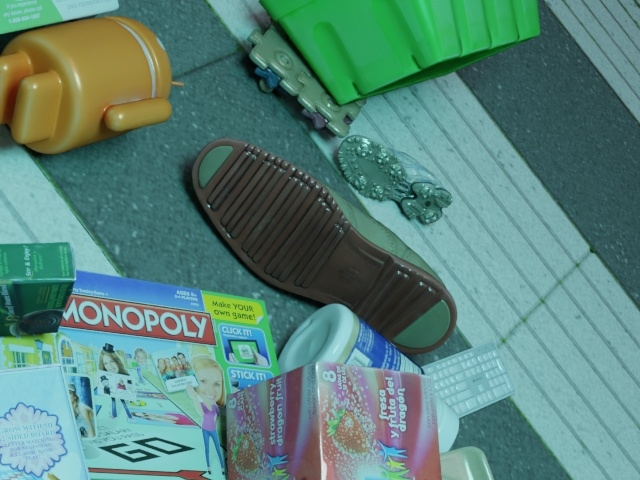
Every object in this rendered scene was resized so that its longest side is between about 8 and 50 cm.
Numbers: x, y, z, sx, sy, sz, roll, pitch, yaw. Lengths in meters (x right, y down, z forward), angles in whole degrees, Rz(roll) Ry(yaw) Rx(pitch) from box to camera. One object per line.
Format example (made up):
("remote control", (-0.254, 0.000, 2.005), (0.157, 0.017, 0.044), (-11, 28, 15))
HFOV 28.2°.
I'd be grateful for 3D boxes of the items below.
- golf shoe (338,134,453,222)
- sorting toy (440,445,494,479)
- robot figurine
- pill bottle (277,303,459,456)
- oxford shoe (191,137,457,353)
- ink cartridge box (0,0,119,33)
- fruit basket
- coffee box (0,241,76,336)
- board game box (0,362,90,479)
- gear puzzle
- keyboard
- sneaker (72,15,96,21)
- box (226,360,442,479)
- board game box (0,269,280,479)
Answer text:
("golf shoe", (0.088, -0.089, 1.640), (0.176, 0.069, 0.086), (33, 23, -28))
("sorting toy", (0.098, 0.321, 1.280), (0.208, 0.038, 0.193), (-11, 69, -22))
("robot figurine", (-0.244, -0.164, 1.309), (0.219, 0.158, 0.128), (-25, 101, -50))
("pill bottle", (0.053, 0.162, 1.349), (0.187, 0.112, 0.112), (40, 40, -21))
("oxford shoe", (0.000, 0.000, 1.456), (0.348, 0.123, 0.130), (39, 14, -12))
("ink cartridge box", (-0.327, -0.348, 1.272), (0.198, 0.115, 0.272), (-30, 115, -56))
("fruit basket", (0.082, -0.384, 1.661), (0.392, 0.283, 0.392), (25, 56, -43))
("coffee box", (-0.303, 0.045, 1.054), (0.184, 0.113, 0.040), (-1, 63, -22))
("board game box", (-0.308, 0.257, 0.923), (0.319, 0.066, 0.318), (-2, 62, -34))
("gear puzzle", (0.004, -0.261, 1.702), (0.175, 0.044, 0.339), (41, 37, -10))
("keyboard", (0.149, 0.178, 1.511), (0.256, 0.014, 0.072), (-13, 70, -48))
("sneaker", (-0.304, -0.386, 1.410), (0.090, 0.145, 0.270), (-23, 78, -50))
("box", (0.014, 0.273, 1.147), (0.142, 0.154, 0.299), (12, 66, -36))
("board game box", (-0.170, 0.138, 1.207), (0.317, 0.046, 0.213), (11, 54, -39))
